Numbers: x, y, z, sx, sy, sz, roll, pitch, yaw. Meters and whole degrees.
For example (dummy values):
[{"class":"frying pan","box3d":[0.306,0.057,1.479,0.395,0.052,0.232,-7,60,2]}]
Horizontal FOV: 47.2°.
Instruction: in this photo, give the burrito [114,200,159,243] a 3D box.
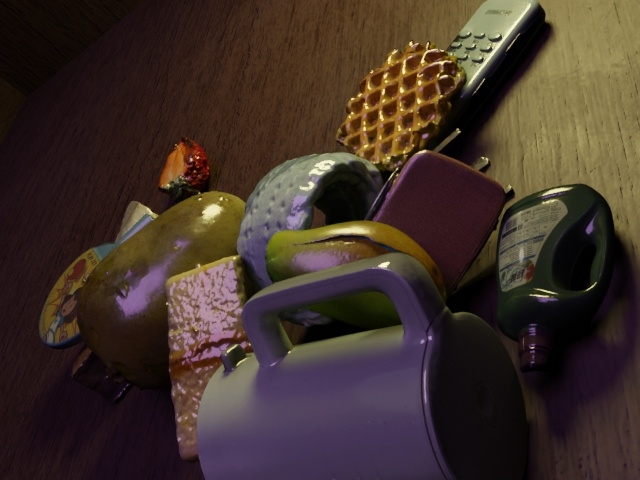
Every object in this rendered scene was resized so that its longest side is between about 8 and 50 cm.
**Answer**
[{"class":"burrito","box3d":[-0.412,0.040,1.581,0.143,0.105,0.299,-14,49,47]}]

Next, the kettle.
[{"class":"kettle","box3d":[0.037,0.174,0.812,0.318,0.205,0.265,-18,73,38]}]

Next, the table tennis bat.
[{"class":"table tennis bat","box3d":[-0.444,0.077,1.466,0.329,0.044,0.215,-48,40,-2]}]

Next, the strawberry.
[{"class":"strawberry","box3d":[-0.302,-0.155,1.660,0.140,0.085,0.192,-59,28,-1]}]

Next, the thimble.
[{"class":"thimble","box3d":[0.000,0.000,1.048,0.172,0.204,0.250,0,78,51]}]

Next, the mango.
[{"class":"mango","box3d":[0.038,0.035,0.873,0.232,0.111,0.125,20,69,20]}]

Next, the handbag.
[{"class":"handbag","box3d":[0.136,-0.017,0.937,0.193,0.151,0.072,-58,-10,12]}]

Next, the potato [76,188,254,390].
[{"class":"potato","box3d":[-0.235,0.080,1.228,0.359,0.219,0.269,-45,53,-5]}]

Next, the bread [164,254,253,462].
[{"class":"bread","box3d":[-0.141,0.164,1.019,0.178,0.141,0.266,-42,54,54]}]

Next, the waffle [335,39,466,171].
[{"class":"waffle","box3d":[0.125,-0.207,1.164,0.243,0.058,0.238,-53,35,5]}]

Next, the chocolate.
[{"class":"chocolate","box3d":[-0.341,0.143,1.405,0.321,0.112,0.112,-53,24,-3]}]

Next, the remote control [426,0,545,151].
[{"class":"remote control","box3d":[0.238,-0.273,1.181,0.296,0.056,0.140,-53,35,-3]}]

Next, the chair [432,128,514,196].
[{"class":"chair","box3d":[0.152,-0.044,1.032,0.212,0.084,0.101,-42,37,13]}]

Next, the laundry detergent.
[{"class":"laundry detergent","box3d":[0.259,0.045,0.820,0.144,0.078,0.222,-22,41,40]}]
